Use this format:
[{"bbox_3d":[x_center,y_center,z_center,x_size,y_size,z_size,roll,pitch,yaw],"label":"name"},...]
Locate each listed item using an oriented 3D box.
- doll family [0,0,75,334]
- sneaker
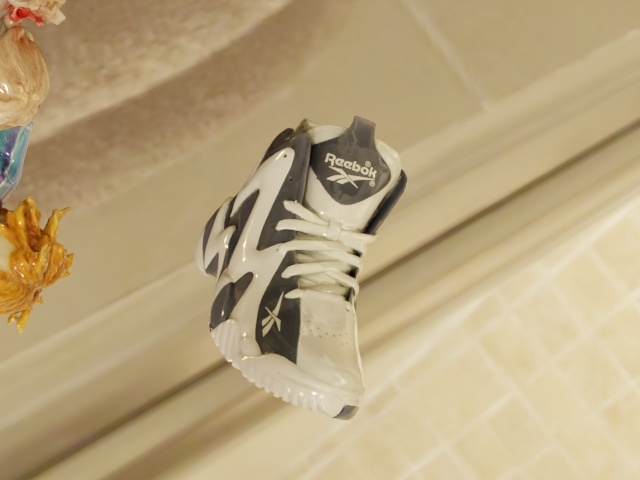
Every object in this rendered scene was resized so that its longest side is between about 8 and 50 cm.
[{"bbox_3d":[-0.185,-0.014,0.722,0.263,0.118,0.163,-45,68,4],"label":"doll family"},{"bbox_3d":[0.000,0.000,1.162,0.153,0.094,0.235,-60,20,18],"label":"sneaker"}]
